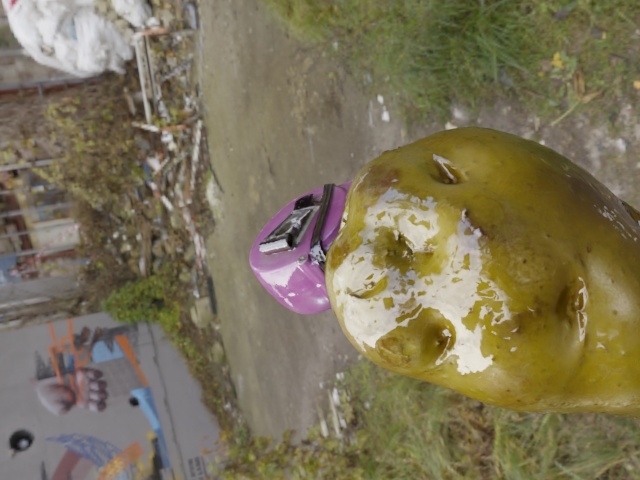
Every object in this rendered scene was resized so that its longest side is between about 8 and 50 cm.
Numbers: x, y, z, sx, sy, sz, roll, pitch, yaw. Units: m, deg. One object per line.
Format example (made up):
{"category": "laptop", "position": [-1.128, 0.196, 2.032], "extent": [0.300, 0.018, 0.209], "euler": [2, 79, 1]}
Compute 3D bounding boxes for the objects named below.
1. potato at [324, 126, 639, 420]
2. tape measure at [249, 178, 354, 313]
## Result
{"category": "potato", "position": [0.177, 0.034, 0.464], "extent": [0.195, 0.369, 0.177], "euler": [-3, 72, 64]}
{"category": "tape measure", "position": [0.000, 0.000, 0.582], "extent": [0.118, 0.125, 0.074], "euler": [-14, 125, 42]}
